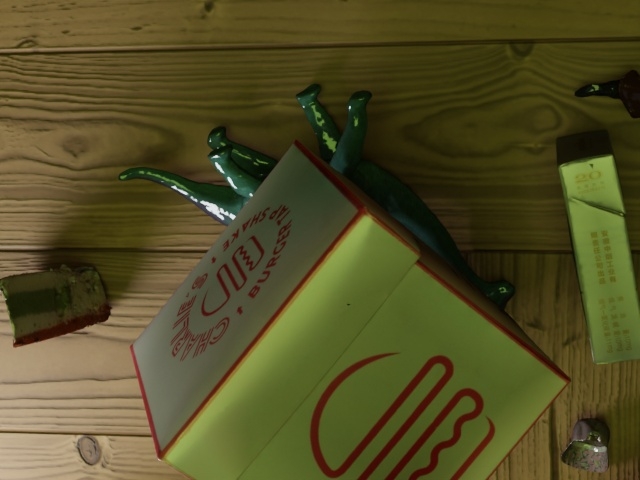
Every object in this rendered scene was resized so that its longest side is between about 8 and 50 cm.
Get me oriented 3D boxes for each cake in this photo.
[{"bbox_3d":[-0.356,0.082,1.648,0.117,0.220,0.086,-15,91,23],"label":"cake"}]

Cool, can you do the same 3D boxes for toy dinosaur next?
[{"bbox_3d":[0.000,0.000,1.626,0.383,0.129,0.331,-19,111,16],"label":"toy dinosaur"}]

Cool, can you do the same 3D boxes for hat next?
[{"bbox_3d":[0.326,0.246,1.667,0.058,0.042,0.087,11,142,14],"label":"hat"}]

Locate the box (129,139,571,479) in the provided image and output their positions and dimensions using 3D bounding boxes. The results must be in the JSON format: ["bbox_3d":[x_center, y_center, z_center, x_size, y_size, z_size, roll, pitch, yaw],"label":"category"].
[{"bbox_3d":[0.018,0.126,1.435,0.300,0.314,0.312,37,95,-20],"label":"box"}]

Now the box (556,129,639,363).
[{"bbox_3d":[0.314,0.003,1.535,0.067,0.149,0.233,-11,104,10],"label":"box"}]

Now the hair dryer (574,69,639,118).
[{"bbox_3d":[0.435,-0.091,1.500,0.340,0.123,0.312,12,91,19],"label":"hair dryer"}]
